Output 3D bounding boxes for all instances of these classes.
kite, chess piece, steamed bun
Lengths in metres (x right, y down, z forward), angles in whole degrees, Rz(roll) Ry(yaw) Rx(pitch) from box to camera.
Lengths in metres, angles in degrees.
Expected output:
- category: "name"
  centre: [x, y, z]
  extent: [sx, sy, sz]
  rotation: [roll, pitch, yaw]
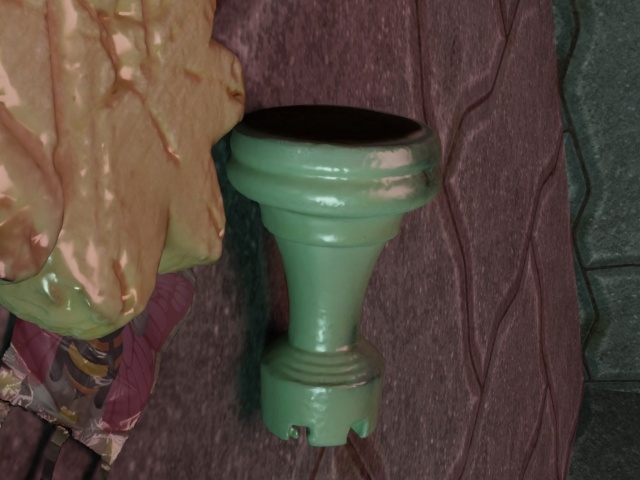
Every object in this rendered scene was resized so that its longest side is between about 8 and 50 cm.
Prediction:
- category: "kite"
  centre: [-0.175, 0.114, 0.580]
  extent: [0.204, 0.022, 0.361]
  rotation: [59, 38, -50]
- category: "chess piece"
  centre: [0.006, 0.035, 0.786]
  extent: [0.194, 0.194, 0.299]
  rotation: [-33, 130, -60]
- category: "steamed bun"
  centre: [-0.153, -0.087, 0.480]
  extent: [0.292, 0.137, 0.296]
  rotation: [57, 37, -49]
